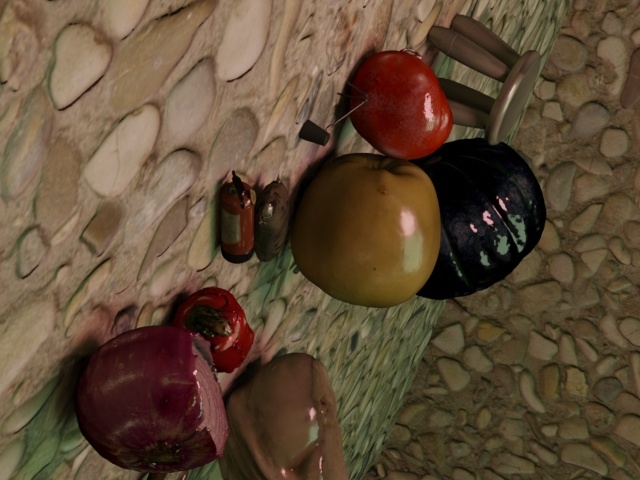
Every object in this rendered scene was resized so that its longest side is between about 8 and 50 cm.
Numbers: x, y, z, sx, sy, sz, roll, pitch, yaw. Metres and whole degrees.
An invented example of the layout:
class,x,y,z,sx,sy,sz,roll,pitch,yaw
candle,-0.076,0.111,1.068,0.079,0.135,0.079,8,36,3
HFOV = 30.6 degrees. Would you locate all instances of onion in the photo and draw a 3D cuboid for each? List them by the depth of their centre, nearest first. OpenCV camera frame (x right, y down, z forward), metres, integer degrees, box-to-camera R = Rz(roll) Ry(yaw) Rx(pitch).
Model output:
class,x,y,z,sx,sy,sz,roll,pitch,yaw
onion,-0.214,0.200,1.446,0.200,0.201,0.207,-60,176,-8

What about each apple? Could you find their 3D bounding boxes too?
class,x,y,z,sx,sy,sz,roll,pitch,yaw
apple,0.074,-0.021,1.923,0.262,0.262,0.262,-56,165,-24

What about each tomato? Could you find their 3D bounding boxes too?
class,x,y,z,sx,sy,sz,roll,pitch,yaw
tomato,0.127,-0.216,1.890,0.151,0.187,0.187,-36,158,-15

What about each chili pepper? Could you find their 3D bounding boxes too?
class,x,y,z,sx,sy,sz,roll,pitch,yaw
chili pepper,-0.150,0.137,1.713,0.110,0.110,0.387,-59,171,-10

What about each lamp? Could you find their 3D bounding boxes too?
class,x,y,z,sx,sy,sz,roll,pitch,yaw
lamp,0.022,-0.189,1.790,0.121,0.054,0.041,-54,164,-27

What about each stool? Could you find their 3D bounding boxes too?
class,x,y,z,sx,sy,sz,roll,pitch,yaw
stool,0.295,-0.310,2.237,0.195,0.199,0.195,-36,153,-58

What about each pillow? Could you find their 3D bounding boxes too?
class,x,y,z,sx,sy,sz,roll,pitch,yaw
pillow,-0.072,-0.036,1.738,0.241,0.051,0.093,93,11,-73

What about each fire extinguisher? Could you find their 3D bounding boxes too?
class,x,y,z,sx,sy,sz,roll,pitch,yaw
fire extinguisher,-0.113,-0.033,1.609,0.177,0.050,0.062,96,-19,-56

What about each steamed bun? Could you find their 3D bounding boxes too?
class,x,y,z,sx,sy,sz,roll,pitch,yaw
steamed bun,-0.075,0.368,2.144,0.324,0.220,0.309,51,30,-79

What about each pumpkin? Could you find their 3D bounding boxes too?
class,x,y,z,sx,sy,sz,roll,pitch,yaw
pumpkin,0.266,-0.048,2.334,0.363,0.266,0.363,-26,-161,10

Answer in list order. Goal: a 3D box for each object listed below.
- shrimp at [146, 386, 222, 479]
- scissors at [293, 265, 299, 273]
class,x,y,z,sx,sy,sz,roll,pitch,yaw
shrimp,-0.230,0.348,1.916,0.145,0.059,0.254,63,51,-85
scissors,0.000,0.000,2.136,0.187,0.020,0.133,-44,162,-54
